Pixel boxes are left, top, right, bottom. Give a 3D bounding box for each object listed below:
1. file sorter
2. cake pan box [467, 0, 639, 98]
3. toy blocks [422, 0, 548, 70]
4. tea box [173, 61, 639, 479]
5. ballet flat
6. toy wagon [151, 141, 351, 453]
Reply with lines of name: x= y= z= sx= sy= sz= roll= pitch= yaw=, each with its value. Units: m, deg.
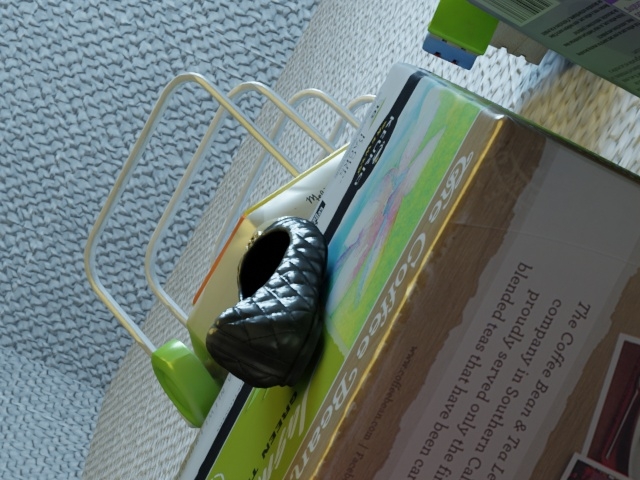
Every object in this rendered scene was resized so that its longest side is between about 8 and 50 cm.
file sorter: x=0.000 y=0.000 z=1.382 sx=0.173 sy=0.278 sz=0.193 roll=44 pitch=117 yaw=33
cake pan box: x=0.196 y=-0.106 z=0.835 sx=0.070 sy=0.246 sz=0.267 roll=-63 pitch=8 yaw=-13
toy blocks: x=0.193 y=-0.294 z=1.630 sx=0.261 sy=0.191 sz=0.381 roll=105 pitch=-172 yaw=-81
tea box: x=0.077 y=0.109 z=0.983 sx=0.329 sy=0.220 sz=0.323 roll=-63 pitch=11 yaw=5
ballet flat: x=-0.027 y=0.021 z=0.955 sx=0.057 sy=0.049 sz=0.173 roll=-59 pitch=10 yaw=15
toy wagon: x=0.027 y=0.073 z=1.273 sx=0.267 sy=0.068 sz=0.344 roll=-34 pitch=-33 yaw=-16
